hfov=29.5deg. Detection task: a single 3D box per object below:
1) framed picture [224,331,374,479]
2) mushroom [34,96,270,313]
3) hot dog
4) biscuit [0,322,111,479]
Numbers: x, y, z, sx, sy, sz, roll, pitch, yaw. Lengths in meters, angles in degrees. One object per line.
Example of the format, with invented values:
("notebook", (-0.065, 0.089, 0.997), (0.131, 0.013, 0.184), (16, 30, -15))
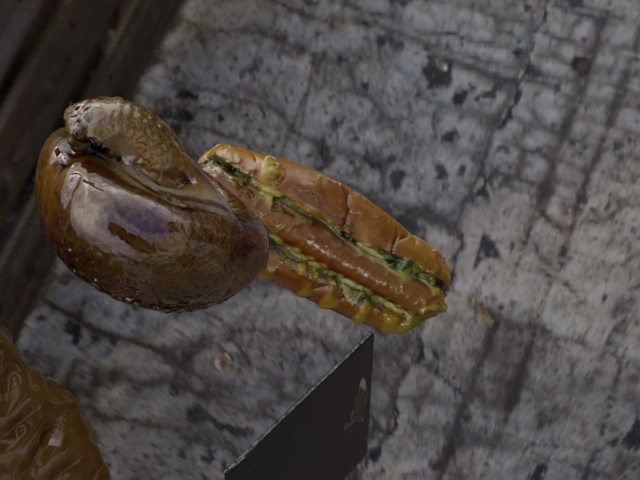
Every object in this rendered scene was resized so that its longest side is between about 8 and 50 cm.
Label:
("framed picture", (-0.023, 0.298, 1.629), (0.013, 0.244, 0.324), (23, 42, 26))
("mushroom", (-0.078, -0.016, 0.585), (0.127, 0.127, 0.087), (35, 107, 16))
("hot dog", (0.000, 0.000, 1.073), (0.269, 0.072, 0.115), (25, 105, -15))
("biscuit", (-0.158, 0.123, 0.298), (0.037, 0.262, 0.262), (-6, 63, 47))
